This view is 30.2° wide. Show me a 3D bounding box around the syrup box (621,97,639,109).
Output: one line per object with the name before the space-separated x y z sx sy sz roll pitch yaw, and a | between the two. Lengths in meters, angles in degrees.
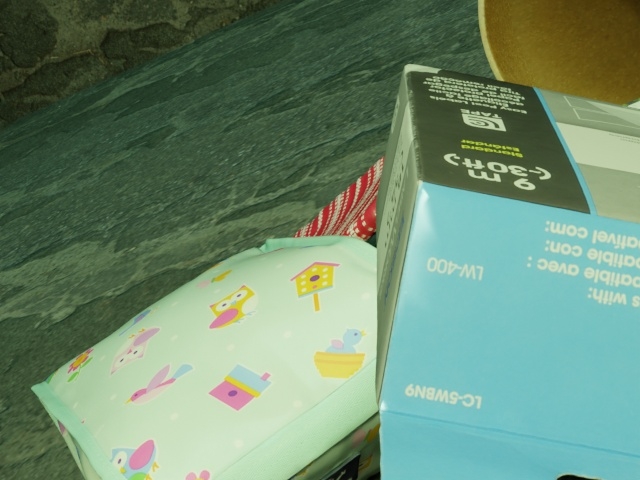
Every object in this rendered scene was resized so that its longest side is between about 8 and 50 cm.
syrup box | 0.181 -0.021 0.862 0.237 0.096 0.093 -23 18 24

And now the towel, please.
towel | 0.000 0.000 1.029 0.275 0.031 0.199 -41 8 40

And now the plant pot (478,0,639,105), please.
plant pot | 0.307 -0.222 1.061 0.237 0.237 0.254 -12 10 40

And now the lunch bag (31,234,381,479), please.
lunch bag | -0.043 0.108 0.757 0.223 0.160 0.262 -34 14 -17

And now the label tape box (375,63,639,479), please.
label tape box | 0.154 0.019 0.602 0.241 0.106 0.333 11 22 -2
